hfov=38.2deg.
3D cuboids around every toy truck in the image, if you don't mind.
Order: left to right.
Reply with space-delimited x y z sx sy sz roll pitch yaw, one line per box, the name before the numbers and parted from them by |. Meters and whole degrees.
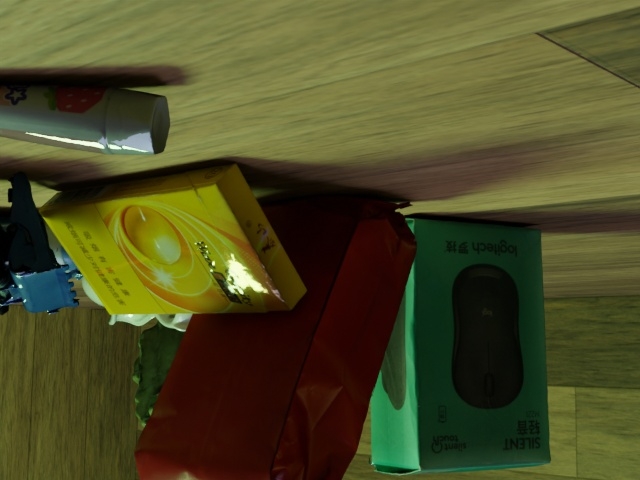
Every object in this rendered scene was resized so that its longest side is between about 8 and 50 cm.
toy truck | -0.338 0.004 0.897 0.208 0.126 0.113 7 155 -6

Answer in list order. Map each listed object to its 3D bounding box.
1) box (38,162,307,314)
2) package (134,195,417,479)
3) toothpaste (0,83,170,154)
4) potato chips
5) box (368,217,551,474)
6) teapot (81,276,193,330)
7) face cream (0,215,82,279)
box | -0.155 0.008 0.926 0.269 0.152 0.043 -5 -145 40
package | -0.041 0.123 0.946 0.196 0.423 0.123 -7 140 39
toothpaste | -0.195 -0.082 0.592 0.195 0.042 0.067 6 176 7
potato chips | -0.174 0.134 1.507 0.373 0.097 0.389 -39 -162 -9
box | 0.174 0.133 1.166 0.205 0.311 0.118 4 171 -24
teapot | -0.260 0.069 1.419 0.204 0.139 0.298 7 172 -25
face cream | -0.406 0.011 1.168 0.264 0.083 0.149 0 176 9
